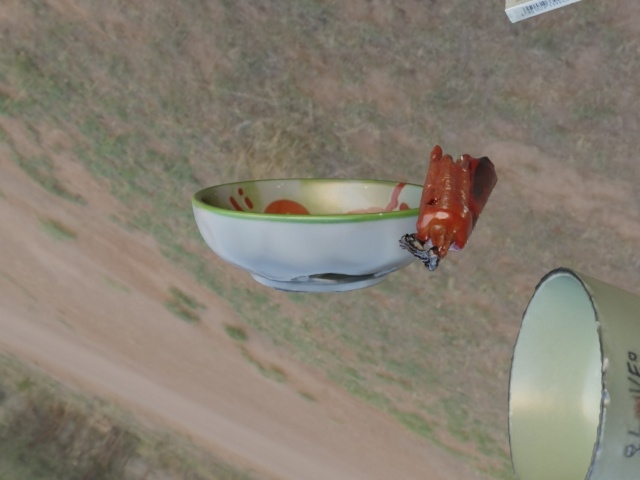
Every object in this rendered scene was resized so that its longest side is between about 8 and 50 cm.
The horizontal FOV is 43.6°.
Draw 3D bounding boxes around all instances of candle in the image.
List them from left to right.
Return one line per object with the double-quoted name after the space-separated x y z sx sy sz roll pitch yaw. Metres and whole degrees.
0.136 -0.036 0.819 0.084 0.302 0.059 25 117 4 "candle"

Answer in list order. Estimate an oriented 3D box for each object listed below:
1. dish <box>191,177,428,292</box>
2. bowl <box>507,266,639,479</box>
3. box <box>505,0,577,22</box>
0.000 0.000 1.024 0.324 0.124 0.324 0 -168 0 "dish"
0.242 0.134 0.674 0.112 0.211 0.211 7 160 -6 "bowl"
0.266 -0.278 0.791 0.167 0.090 0.024 -12 143 31 "box"
